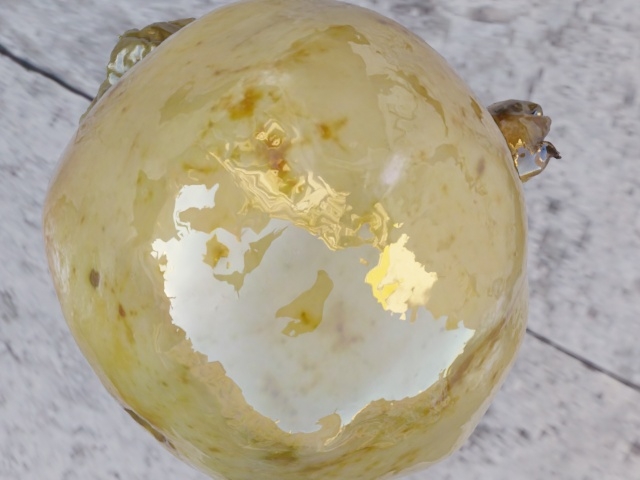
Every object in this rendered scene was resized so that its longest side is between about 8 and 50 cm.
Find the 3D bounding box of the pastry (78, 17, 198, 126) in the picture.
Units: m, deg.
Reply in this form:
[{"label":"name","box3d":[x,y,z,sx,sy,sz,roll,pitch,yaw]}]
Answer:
[{"label":"pastry","box3d":[-0.076,-0.069,1.486,0.240,0.132,0.235,-10,113,20]}]

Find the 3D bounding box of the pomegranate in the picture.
[{"label":"pomegranate","box3d":[0.000,0.000,1.217,0.343,0.342,0.342,-3,101,-18]}]
